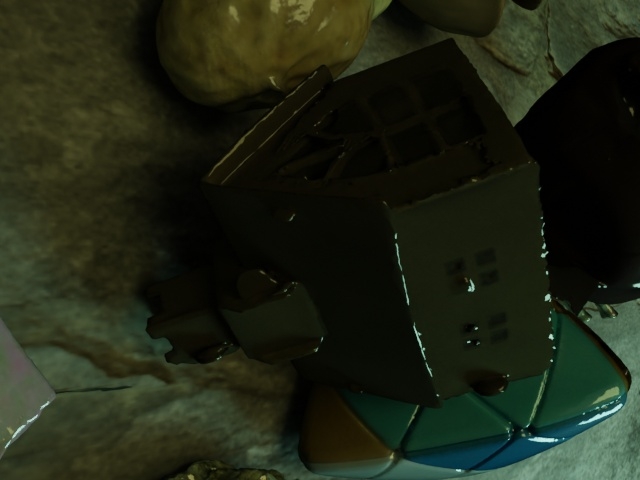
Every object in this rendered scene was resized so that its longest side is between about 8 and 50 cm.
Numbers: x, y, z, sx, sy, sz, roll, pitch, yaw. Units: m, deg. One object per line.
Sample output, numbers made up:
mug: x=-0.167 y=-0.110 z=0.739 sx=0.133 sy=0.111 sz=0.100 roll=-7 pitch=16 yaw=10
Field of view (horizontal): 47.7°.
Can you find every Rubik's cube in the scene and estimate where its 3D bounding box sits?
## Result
Rubik's cube: x=0.074 y=0.093 z=0.604 sx=0.254 sy=0.254 sz=0.254 roll=4 pitch=84 yaw=-47

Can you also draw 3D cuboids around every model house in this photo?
model house: x=0.000 y=0.000 z=0.491 sx=0.204 sy=0.243 sz=0.211 roll=-108 pitch=177 yaw=-46

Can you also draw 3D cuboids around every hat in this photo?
hat: x=0.249 y=-0.021 z=0.723 sx=0.336 sy=0.209 sz=0.238 roll=51 pitch=17 yaw=-59

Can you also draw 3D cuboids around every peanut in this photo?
peanut: x=-0.020 y=-0.176 z=0.522 sx=0.224 sy=0.129 sz=0.129 roll=-54 pitch=124 yaw=-31

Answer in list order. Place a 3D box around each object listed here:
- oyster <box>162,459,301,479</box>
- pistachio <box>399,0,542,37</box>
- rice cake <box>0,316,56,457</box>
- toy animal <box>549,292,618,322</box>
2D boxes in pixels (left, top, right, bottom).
oyster: x=-0.077 y=0.214 z=0.484 sx=0.177 sy=0.064 sz=0.125 roll=-55 pitch=129 yaw=-32
pistachio: x=0.107 y=-0.309 z=0.611 sx=0.318 sy=0.193 sz=0.214 roll=48 pitch=12 yaw=-42
rice cake: x=-0.238 y=0.001 z=0.332 sx=0.106 sy=0.050 sz=0.298 roll=-46 pitch=119 yaw=-38
toy animal: x=0.289 y=0.033 z=0.870 sx=0.170 sy=0.090 sz=0.255 roll=50 pitch=42 yaw=-8
